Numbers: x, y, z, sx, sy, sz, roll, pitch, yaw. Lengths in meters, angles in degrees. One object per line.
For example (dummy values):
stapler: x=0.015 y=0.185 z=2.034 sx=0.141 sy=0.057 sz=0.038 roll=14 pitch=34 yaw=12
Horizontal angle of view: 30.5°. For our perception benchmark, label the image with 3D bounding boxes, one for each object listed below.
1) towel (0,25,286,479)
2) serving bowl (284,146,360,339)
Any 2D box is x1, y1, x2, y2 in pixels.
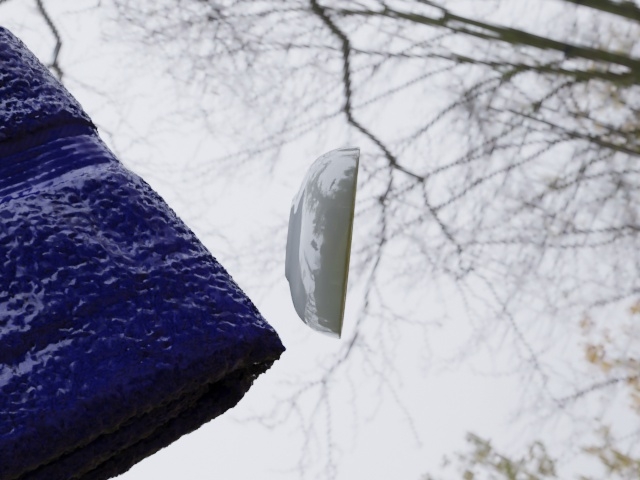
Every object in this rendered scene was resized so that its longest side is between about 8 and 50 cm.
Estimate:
towel: x=-0.193 y=0.003 z=0.648 sx=0.227 sy=0.308 sz=0.076 roll=-30 pitch=-28 yaw=-28
serving bowl: x=0.000 y=0.000 z=0.504 sx=0.083 sy=0.027 sz=0.083 roll=5 pitch=-90 yaw=-88
